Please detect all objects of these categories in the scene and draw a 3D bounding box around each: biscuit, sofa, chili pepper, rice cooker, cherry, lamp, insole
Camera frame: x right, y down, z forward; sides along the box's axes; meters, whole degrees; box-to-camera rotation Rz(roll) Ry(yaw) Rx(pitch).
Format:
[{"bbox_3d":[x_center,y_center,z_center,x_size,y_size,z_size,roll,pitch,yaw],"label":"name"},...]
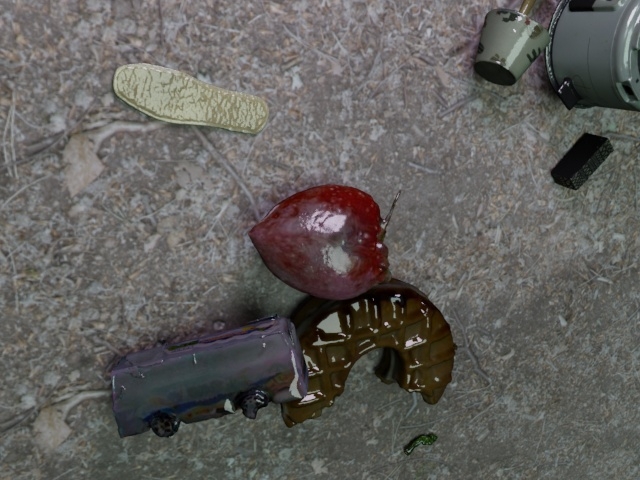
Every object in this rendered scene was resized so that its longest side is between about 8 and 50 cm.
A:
[{"bbox_3d":[0.090,0.199,1.251,0.366,0.115,0.268,-8,111,-23],"label":"biscuit"},{"bbox_3d":[0.528,-0.160,1.359,0.118,0.060,0.039,-46,126,-5],"label":"sofa"},{"bbox_3d":[0.216,0.434,1.442,0.083,0.022,0.027,-21,81,-16],"label":"chili pepper"},{"bbox_3d":[0.537,-0.351,1.202,0.241,0.227,0.280,40,86,-31],"label":"rice cooker"},{"bbox_3d":[0.000,0.000,1.108,0.250,0.175,0.192,3,96,-24],"label":"cherry"},{"bbox_3d":[0.351,-0.382,1.172,0.121,0.121,0.214,33,83,-29],"label":"lamp"},{"bbox_3d":[-0.195,-0.215,1.039,0.248,0.011,0.081,8,103,-27],"label":"insole"}]

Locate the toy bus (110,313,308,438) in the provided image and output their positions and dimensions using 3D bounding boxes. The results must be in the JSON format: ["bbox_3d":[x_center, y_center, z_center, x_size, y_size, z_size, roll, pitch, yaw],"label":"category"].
[{"bbox_3d":[-0.183,0.222,1.092,0.317,0.112,0.137,-14,103,2],"label":"toy bus"}]
